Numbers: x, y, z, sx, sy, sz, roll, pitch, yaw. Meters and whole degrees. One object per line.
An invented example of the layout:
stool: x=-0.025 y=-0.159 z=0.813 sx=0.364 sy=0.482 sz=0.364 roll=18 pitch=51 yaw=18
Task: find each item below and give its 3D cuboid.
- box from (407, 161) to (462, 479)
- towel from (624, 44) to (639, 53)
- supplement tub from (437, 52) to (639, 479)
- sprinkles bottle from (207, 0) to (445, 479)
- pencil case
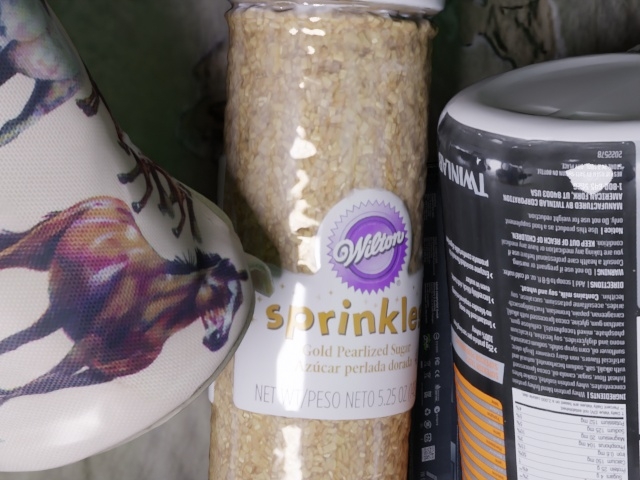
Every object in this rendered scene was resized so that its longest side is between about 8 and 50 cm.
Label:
box: x=0.112 y=0.064 z=0.869 sx=0.183 sy=0.059 sz=0.233 roll=-7 pitch=100 yaw=-33
towel: x=0.317 y=-0.032 z=0.888 sx=0.235 sy=0.121 sz=0.284 roll=-29 pitch=124 yaw=-29
supplement tub: x=0.169 y=0.067 z=0.745 sx=0.193 sy=0.193 sz=0.316 roll=-18 pitch=113 yaw=-31
sprinkles bottle: x=0.000 y=0.000 z=0.746 sx=0.121 sy=0.121 sz=0.356 roll=-2 pitch=98 yaw=-34
pencil case: x=-0.184 y=-0.085 z=0.582 sx=0.183 sy=0.160 sz=0.410 roll=-37 pitch=117 yaw=-8
